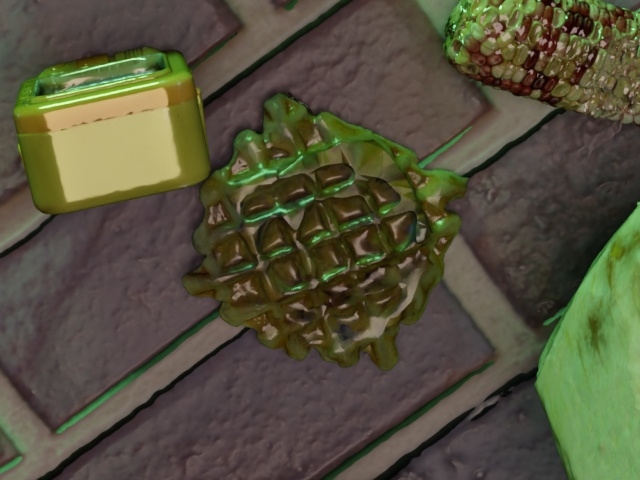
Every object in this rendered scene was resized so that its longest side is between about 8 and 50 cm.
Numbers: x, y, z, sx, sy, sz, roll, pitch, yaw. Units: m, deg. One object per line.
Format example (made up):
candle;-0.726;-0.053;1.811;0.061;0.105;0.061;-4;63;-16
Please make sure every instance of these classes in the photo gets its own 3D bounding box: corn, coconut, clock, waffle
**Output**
corn;0.242;-0.145;1.617;0.290;0.098;0.098;17;98;-12
coconut;0.366;0.095;1.548;0.415;0.415;0.344;-10;144;-6
clock;-0.163;-0.090;1.519;0.143;0.202;0.096;-10;103;-5
waffle;0.000;0.001;1.634;0.223;0.054;0.204;24;97;-12
